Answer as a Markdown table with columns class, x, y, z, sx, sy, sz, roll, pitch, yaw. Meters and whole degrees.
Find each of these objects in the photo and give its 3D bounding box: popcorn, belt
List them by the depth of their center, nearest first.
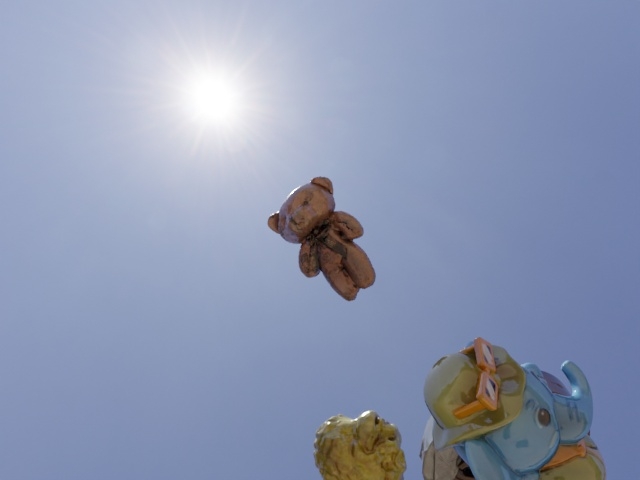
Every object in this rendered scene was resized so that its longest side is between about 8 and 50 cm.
| class | x | y | z | sx | sy | sz | roll | pitch | yaw |
| --- | --- | --- | --- | --- | --- | --- | --- | --- | --- |
| belt | 0.364 | 0.405 | 0.984 | 0.339 | 0.122 | 0.217 | -33 | -89 | 13 |
| popcorn | 0.097 | 0.506 | 1.150 | 0.200 | 0.226 | 0.203 | 13 | -70 | -31 |

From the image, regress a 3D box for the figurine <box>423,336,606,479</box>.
| class | x | y | z | sx | sy | sz | roll | pitch | yaw |
| --- | --- | --- | --- | --- | --- | --- | --- | --- | --- |
| figurine | 0.240 | 0.222 | 0.587 | 0.262 | 0.154 | 0.179 | 28 | -113 | -25 |

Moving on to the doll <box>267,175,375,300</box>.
| class | x | y | z | sx | sy | sz | roll | pitch | yaw |
| --- | --- | --- | --- | --- | --- | --- | --- | --- | --- |
| doll | 0.000 | 0.000 | 1.117 | 0.201 | 0.156 | 0.303 | -44 | -114 | 19 |
